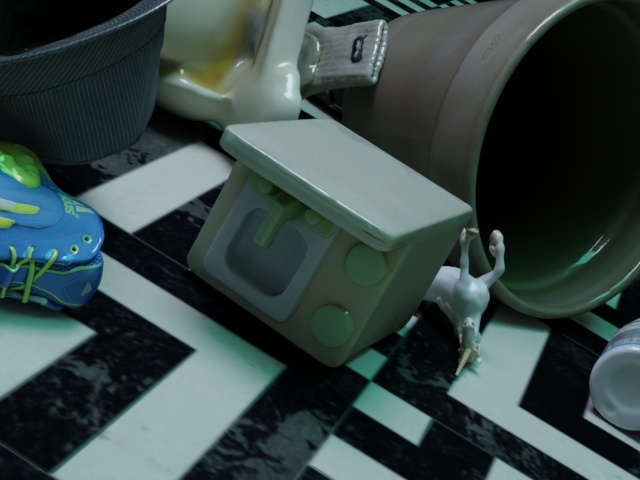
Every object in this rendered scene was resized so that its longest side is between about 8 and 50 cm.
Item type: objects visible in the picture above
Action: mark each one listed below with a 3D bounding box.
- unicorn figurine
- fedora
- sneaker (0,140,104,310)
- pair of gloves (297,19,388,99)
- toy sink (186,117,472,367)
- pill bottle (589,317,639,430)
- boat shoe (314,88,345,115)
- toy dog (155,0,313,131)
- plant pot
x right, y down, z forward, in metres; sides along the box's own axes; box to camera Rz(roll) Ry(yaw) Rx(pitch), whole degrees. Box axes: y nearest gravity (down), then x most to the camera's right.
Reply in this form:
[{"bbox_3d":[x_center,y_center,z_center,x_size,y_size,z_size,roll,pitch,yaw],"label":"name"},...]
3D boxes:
[{"bbox_3d":[0.116,0.038,1.199,0.060,0.111,0.162,5,14,-27],"label":"unicorn figurine"},{"bbox_3d":[-0.199,-0.137,1.024,0.243,0.124,0.275,-28,36,-23],"label":"fedora"},{"bbox_3d":[-0.204,-0.003,0.880,0.126,0.091,0.240,30,19,3],"label":"sneaker"},{"bbox_3d":[-0.009,-0.249,1.452,0.204,0.240,0.042,-8,-27,29],"label":"pair of gloves"},{"bbox_3d":[0.000,0.000,1.078,0.152,0.131,0.234,33,16,13],"label":"toy sink"},{"bbox_3d":[0.294,0.116,1.250,0.078,0.078,0.137,33,21,13],"label":"pill bottle"},{"bbox_3d":[0.014,-0.197,1.655,0.073,0.080,0.223,13,19,-21],"label":"boat shoe"},{"bbox_3d":[-0.225,-0.295,1.301,0.407,0.285,0.395,16,10,-30],"label":"toy dog"},{"bbox_3d":[0.176,-0.115,1.395,0.323,0.323,0.280,9,11,-41],"label":"plant pot"}]
